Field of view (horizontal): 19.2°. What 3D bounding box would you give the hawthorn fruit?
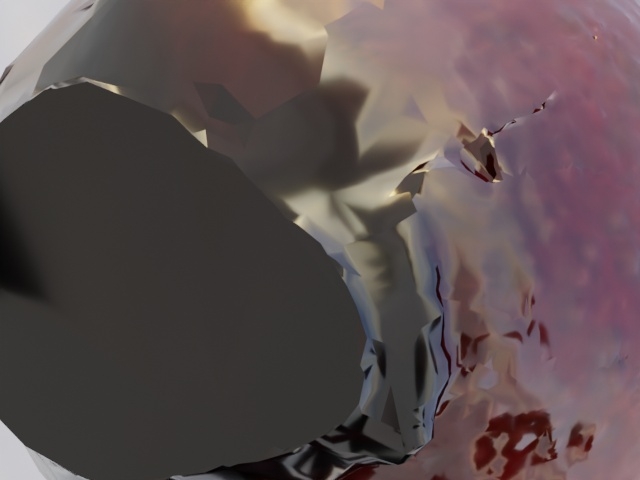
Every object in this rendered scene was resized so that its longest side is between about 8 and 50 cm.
[{"bbox_3d":[0.014,0.007,0.695,0.316,0.316,0.316,46,-30,38],"label":"hawthorn fruit"}]
